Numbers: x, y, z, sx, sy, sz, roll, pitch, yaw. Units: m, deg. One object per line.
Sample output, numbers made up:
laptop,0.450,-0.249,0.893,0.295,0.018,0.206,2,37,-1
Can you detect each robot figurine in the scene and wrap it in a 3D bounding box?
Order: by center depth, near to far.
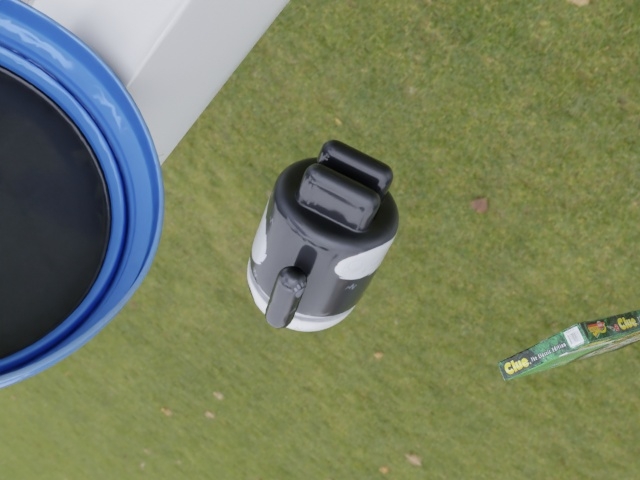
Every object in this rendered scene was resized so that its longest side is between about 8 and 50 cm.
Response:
robot figurine,-0.003,0.000,0.974,0.173,0.209,0.278,57,144,29

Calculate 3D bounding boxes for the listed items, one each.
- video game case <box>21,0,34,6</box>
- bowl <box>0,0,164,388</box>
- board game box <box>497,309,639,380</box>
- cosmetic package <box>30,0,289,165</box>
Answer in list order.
video game case,-0.453,-0.328,1.087,0.244,0.269,0.061,-12,141,27
bowl,-0.328,-0.053,0.597,0.391,0.391,0.077,43,139,-5
board game box,0.361,0.126,0.937,0.136,0.260,0.030,-38,63,46
cosmetic package,-0.210,-0.210,0.818,0.155,0.197,0.365,47,112,9
